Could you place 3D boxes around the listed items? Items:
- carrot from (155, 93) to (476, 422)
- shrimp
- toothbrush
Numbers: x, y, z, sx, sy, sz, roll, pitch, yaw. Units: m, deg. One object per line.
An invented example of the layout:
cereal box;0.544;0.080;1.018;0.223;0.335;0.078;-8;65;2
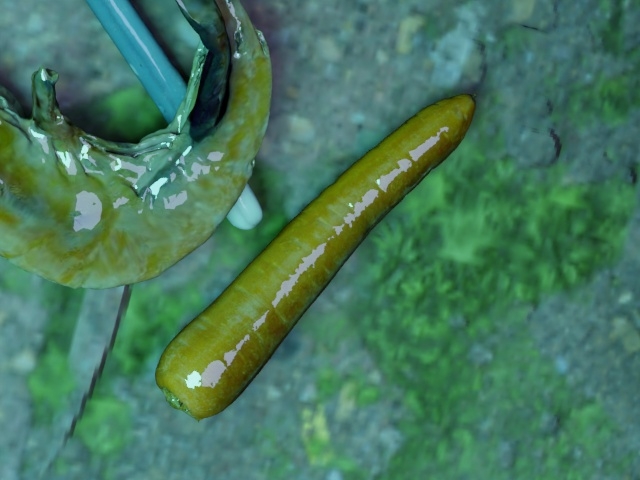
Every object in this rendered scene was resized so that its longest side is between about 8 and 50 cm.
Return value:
carrot;0.000;0.000;0.795;0.190;0.037;0.037;-48;115;-10
shrimp;-0.114;-0.072;0.710;0.219;0.046;0.152;30;101;-24
toothbrush;-0.096;-0.115;0.739;0.025;0.019;0.275;-43;114;-21
